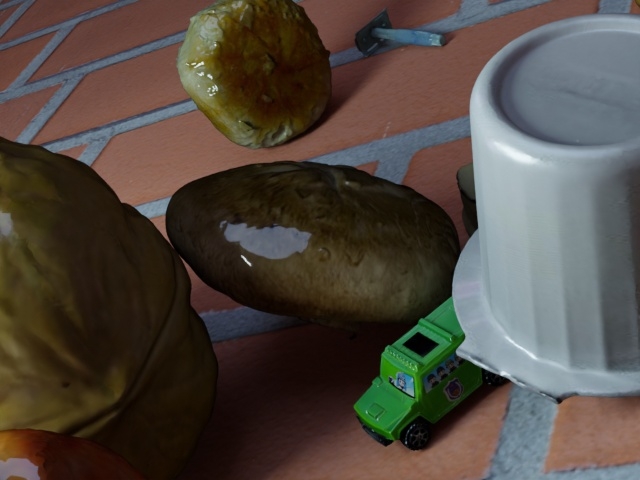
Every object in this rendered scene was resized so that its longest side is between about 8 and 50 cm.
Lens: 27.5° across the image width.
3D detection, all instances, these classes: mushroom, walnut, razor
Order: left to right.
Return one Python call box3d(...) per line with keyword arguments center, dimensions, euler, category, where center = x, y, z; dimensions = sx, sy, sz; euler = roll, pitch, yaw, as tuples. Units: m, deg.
box3d(center=(-0.269, 0.085, 1.130), dimensions=(0.308, 0.354, 0.398), euler=(-53, 32, -15), category="walnut")
box3d(center=(0.000, 0.000, 1.184), dimensions=(0.278, 0.146, 0.278), euler=(7, 18, -2), category="mushroom")
box3d(center=(0.112, -0.268, 1.705), dimensions=(0.068, 0.040, 0.135), euler=(-44, 35, -24), category="razor")

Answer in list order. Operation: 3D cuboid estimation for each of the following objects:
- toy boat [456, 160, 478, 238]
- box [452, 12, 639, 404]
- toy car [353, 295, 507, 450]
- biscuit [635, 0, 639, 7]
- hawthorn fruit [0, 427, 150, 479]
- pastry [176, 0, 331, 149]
box3d(center=(0.199, -0.044, 1.213), dimensions=(0.188, 0.061, 0.116), euler=(2, 41, 46), category="toy boat")
box3d(center=(0.216, -0.055, 0.983), dimensions=(0.262, 0.206, 0.291), euler=(-8, 43, 7), category="box")
box3d(center=(0.099, 0.100, 1.066), dimensions=(0.165, 0.062, 0.071), euler=(-38, 29, -15), category="toy car")
box3d(center=(0.519, -0.346, 1.431), dimensions=(0.339, 0.047, 0.216), euler=(-6, 36, 38), category="biscuit")
box3d(center=(-0.206, 0.283, 0.867), dimensions=(0.298, 0.277, 0.277), euler=(-38, 18, 37), category="hawthorn fruit")
box3d(center=(-0.080, -0.212, 1.622), dimensions=(0.182, 0.192, 0.093), euler=(-38, 18, -21), category="pastry")
